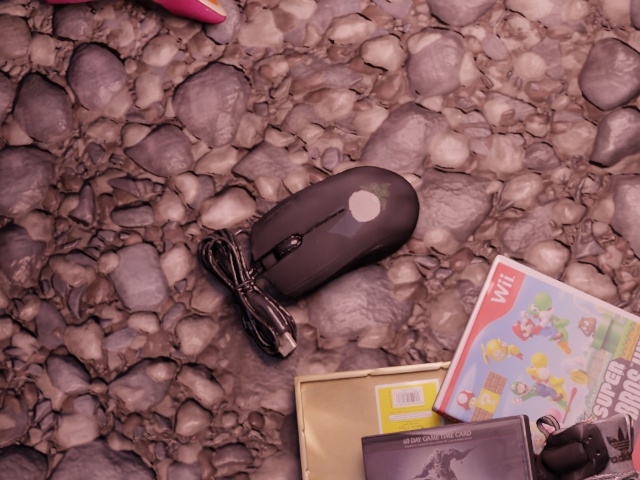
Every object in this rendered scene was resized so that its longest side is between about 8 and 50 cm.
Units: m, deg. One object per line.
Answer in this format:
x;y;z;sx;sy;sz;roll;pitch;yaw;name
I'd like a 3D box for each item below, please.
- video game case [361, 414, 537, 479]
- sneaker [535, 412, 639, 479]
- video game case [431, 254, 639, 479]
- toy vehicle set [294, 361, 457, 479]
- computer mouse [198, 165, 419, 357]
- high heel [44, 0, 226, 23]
0.149;0.337;1.288;0.196;0.026;0.274;-13;77;27;video game case
0.319;0.263;1.232;0.268;0.101;0.153;10;97;45;sneaker
0.296;0.163;1.376;0.285;0.025;0.204;24;72;3;video game case
0.108;0.229;1.392;0.267;0.035;0.166;-5;72;3;toy vehicle set
0.000;0.000;1.454;0.272;0.072;0.188;-33;72;-6;computer mouse
-0.248;-0.317;1.585;0.244;0.082;0.117;27;108;-2;high heel
